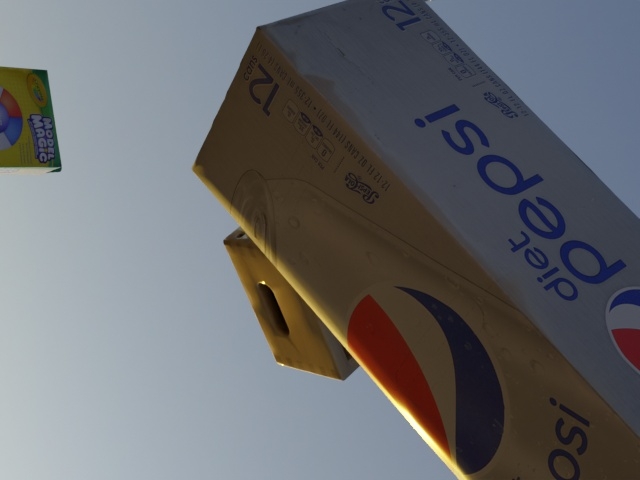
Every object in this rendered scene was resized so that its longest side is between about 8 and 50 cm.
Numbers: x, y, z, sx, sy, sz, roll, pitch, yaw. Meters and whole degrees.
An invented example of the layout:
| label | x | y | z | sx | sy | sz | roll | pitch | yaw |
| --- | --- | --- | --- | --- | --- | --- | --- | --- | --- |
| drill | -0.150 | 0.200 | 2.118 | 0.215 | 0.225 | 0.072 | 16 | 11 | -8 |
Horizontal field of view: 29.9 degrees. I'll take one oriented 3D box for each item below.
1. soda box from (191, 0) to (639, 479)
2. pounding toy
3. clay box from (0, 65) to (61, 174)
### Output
| label | x | y | z | sx | sy | sz | roll | pitch | yaw |
| --- | --- | --- | --- | --- | --- | --- | --- | --- | --- |
| soda box | 0.077 | 0.027 | 0.492 | 0.286 | 0.098 | 0.091 | 48 | -44 | 17 |
| pounding toy | 0.000 | 0.000 | 0.865 | 0.100 | 0.130 | 0.141 | 8 | -52 | 46 |
| clay box | -0.397 | -0.144 | 1.435 | 0.053 | 0.222 | 0.127 | -14 | -96 | 41 |
